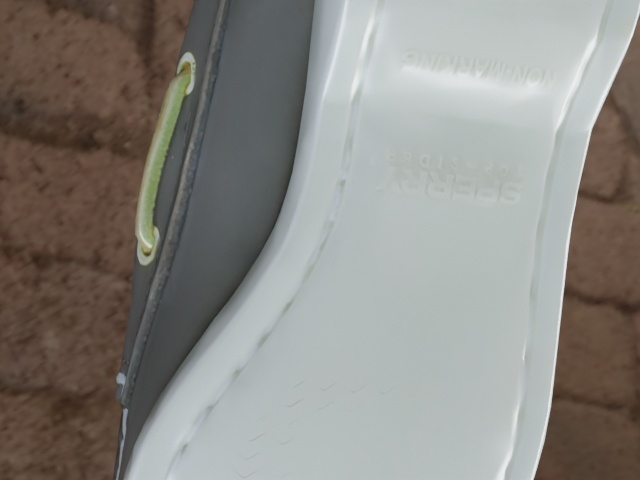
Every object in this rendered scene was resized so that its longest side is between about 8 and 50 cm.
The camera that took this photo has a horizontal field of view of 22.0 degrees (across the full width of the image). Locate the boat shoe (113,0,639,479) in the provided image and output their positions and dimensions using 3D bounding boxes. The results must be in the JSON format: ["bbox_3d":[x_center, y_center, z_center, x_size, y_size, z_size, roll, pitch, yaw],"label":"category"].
[{"bbox_3d":[0.004,0.001,0.437,0.109,0.091,0.305,11,102,-26],"label":"boat shoe"}]
